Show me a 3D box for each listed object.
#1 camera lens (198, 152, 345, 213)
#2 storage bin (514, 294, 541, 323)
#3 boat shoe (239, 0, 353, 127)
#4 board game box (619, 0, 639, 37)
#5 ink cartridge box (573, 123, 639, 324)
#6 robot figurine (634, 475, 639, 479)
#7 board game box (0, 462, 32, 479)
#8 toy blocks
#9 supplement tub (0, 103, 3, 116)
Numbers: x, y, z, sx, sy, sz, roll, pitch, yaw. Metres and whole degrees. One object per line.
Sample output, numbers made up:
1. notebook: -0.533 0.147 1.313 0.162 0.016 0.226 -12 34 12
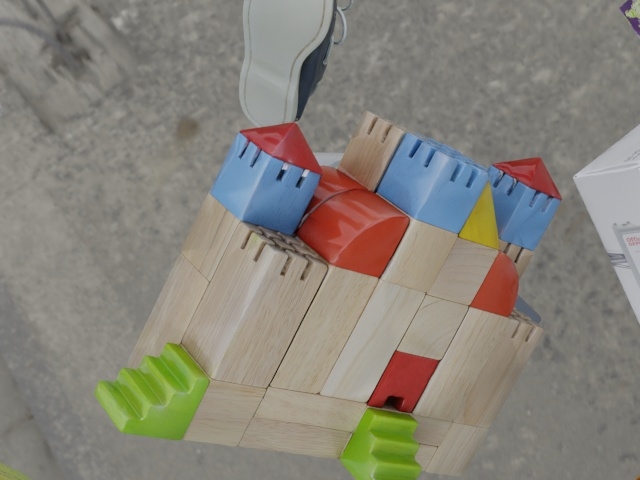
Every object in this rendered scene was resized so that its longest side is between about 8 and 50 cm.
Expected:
1. camera lens: 0.000 0.000 1.321 0.274 0.219 0.219 7 53 52
2. storage bin: 0.241 0.101 1.515 0.091 0.135 0.098 -45 12 6
3. boat shoe: -0.023 -0.215 1.102 0.095 0.254 0.079 27 53 13
4. board game box: 0.608 -0.298 1.701 0.056 0.347 0.208 -44 72 32
5. ink cartridge box: 0.464 -0.013 1.317 0.207 0.283 0.117 -35 15 -30
6. robot figurine: 0.265 0.182 0.623 0.211 0.085 0.291 39 72 18
7. board game box: -0.158 0.094 0.325 0.043 0.181 0.092 25 75 33
8. toy blocks: 0.045 0.030 0.801 0.191 0.381 0.260 39 107 48
9. supplement tub: -0.408 -0.188 0.788 0.235 0.324 0.235 -30 7 4
